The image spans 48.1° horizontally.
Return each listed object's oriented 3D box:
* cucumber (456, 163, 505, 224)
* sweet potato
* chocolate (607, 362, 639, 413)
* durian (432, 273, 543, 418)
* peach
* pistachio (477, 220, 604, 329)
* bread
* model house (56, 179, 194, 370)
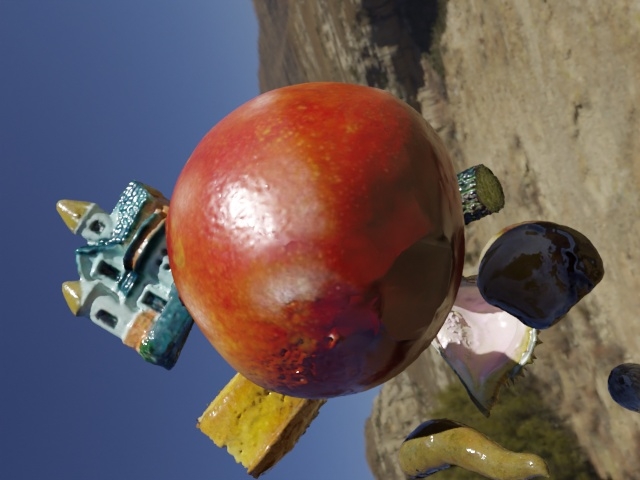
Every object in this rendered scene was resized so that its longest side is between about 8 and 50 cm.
[{"bbox_3d":[0.173,-0.032,1.329,0.096,0.359,0.096,18,-119,-35],"label":"cucumber"},{"bbox_3d":[0.149,0.232,0.796,0.250,0.060,0.069,-25,81,55],"label":"sweet potato"},{"bbox_3d":[0.495,0.235,1.050,0.167,0.072,0.072,31,-164,-9],"label":"chocolate"},{"bbox_3d":[0.337,0.175,1.436,0.186,0.195,0.305,23,-151,-43],"label":"durian"},{"bbox_3d":[0.000,0.000,0.839,0.388,0.389,0.388,-18,-90,-83],"label":"peach"},{"bbox_3d":[0.331,0.050,1.081,0.210,0.131,0.165,-15,93,53],"label":"pistachio"},{"bbox_3d":[-0.092,0.309,1.458,0.194,0.179,0.340,36,-163,5],"label":"bread"},{"bbox_3d":[-0.291,0.022,1.109,0.291,0.253,0.184,28,-174,0],"label":"model house"}]
